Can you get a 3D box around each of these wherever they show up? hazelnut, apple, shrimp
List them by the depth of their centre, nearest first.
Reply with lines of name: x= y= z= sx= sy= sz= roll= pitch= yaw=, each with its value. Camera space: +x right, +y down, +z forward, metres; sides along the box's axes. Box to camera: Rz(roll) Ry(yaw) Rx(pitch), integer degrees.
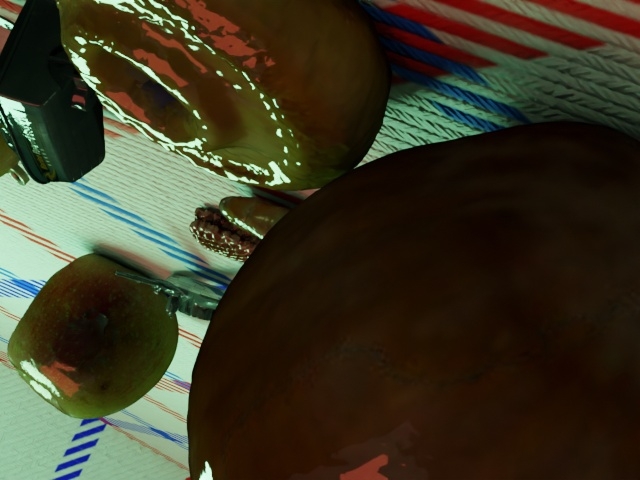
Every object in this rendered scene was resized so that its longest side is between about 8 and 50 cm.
hazelnut: x=0.096 y=0.093 z=0.773 sx=0.366 sy=0.366 sz=0.366 roll=24 pitch=162 yaw=8
shrimp: x=0.000 y=0.000 z=1.110 sx=0.190 sy=0.042 sz=0.101 roll=22 pitch=-178 yaw=12
apple: x=-0.278 y=0.126 z=1.610 sx=0.174 sy=0.188 sz=0.207 roll=18 pitch=158 yaw=38

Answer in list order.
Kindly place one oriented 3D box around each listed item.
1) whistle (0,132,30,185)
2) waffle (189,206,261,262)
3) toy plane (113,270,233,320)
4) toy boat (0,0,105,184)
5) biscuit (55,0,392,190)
whistle: x=-0.342 y=-0.126 z=1.130 sx=0.223 sy=0.123 sz=0.123 roll=45 pitch=159 yaw=-9
waffle: x=-0.090 y=-0.002 z=1.243 sx=0.075 sy=0.029 sz=0.083 roll=26 pitch=165 yaw=4
toy plane: x=-0.133 y=0.060 z=1.432 sx=0.226 sy=0.058 sz=0.226 roll=17 pitch=168 yaw=-25
toy boat: x=-0.220 y=-0.106 z=1.027 sx=0.103 sy=0.093 sz=0.246 roll=18 pitch=162 yaw=3
biscuit: x=-0.063 y=-0.109 z=0.800 sx=0.213 sy=0.091 sz=0.274 roll=24 pitch=160 yaw=16
